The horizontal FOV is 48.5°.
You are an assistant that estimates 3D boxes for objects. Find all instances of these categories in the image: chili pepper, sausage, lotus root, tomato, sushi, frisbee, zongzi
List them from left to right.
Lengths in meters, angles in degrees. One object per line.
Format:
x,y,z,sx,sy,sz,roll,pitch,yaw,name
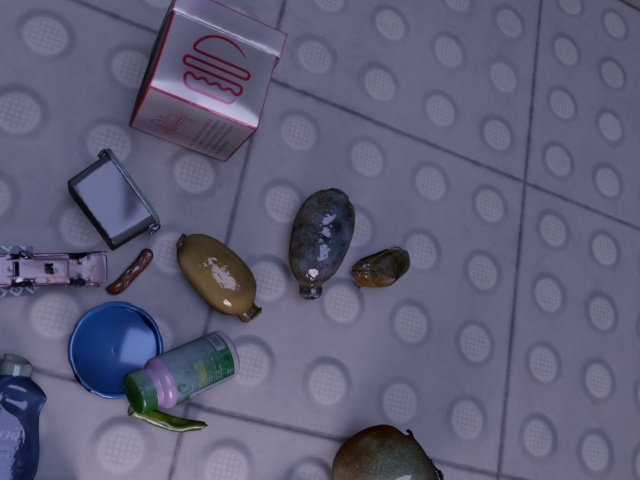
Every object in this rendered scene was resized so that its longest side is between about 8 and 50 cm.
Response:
-0.763,0.076,1.725,0.120,0.026,0.126,2,82,-33,sushi
-0.513,0.273,1.776,0.242,0.045,0.242,8,76,-34,frisbee
-0.493,0.083,1.847,0.158,0.042,0.036,-49,137,-25,sausage
-0.386,0.451,1.786,0.201,0.052,0.050,21,94,-19,chili pepper
-0.267,0.095,1.894,0.303,0.131,0.146,48,63,-7,lotus root
0.000,-0.001,2.031,0.175,0.175,0.350,22,67,-18,lotus root
0.167,0.646,1.870,0.239,0.303,0.304,-21,86,-24,tomato
0.214,0.082,2.089,0.194,0.197,0.099,-23,102,-31,zongzi

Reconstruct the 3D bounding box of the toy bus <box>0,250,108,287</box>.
-0.659,0.073,1.709,0.274,0.112,0.090,1,84,-33,toy bus

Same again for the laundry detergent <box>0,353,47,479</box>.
-0.708,0.406,1.623,0.143,0.094,0.290,8,73,-19,laundry detergent

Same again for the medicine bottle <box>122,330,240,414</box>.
-0.346,0.331,1.772,0.274,0.133,0.133,-19,85,-37,medicine bottle

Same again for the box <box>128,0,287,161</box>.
-0.311,-0.432,1.917,0.312,0.314,0.300,19,72,-20,box

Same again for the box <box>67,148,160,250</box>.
-0.533,-0.096,1.815,0.135,0.163,0.243,-36,94,-20,box
